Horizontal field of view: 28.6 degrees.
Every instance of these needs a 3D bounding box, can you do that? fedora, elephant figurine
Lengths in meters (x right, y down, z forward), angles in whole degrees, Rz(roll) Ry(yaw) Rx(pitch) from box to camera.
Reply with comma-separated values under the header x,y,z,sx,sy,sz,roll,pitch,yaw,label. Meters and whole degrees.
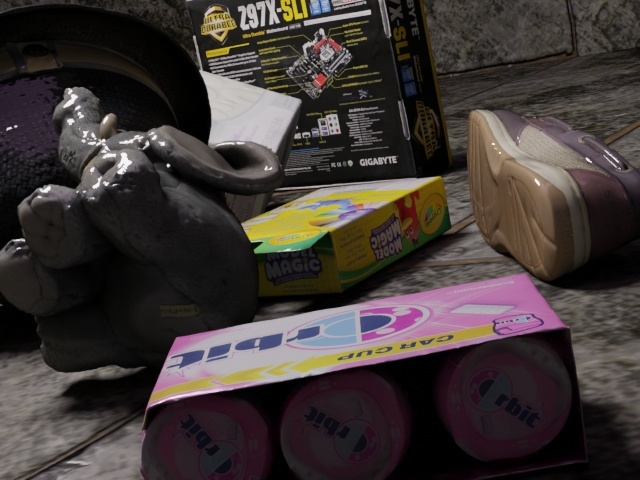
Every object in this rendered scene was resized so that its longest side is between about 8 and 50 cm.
x,y,z,sx,sy,sz,roll,pitch,yaw,label
-0.216,-0.035,1.052,0.334,0.334,0.152,-16,45,-27,fedora
-0.107,-0.021,0.863,0.169,0.186,0.239,-23,18,19,elephant figurine

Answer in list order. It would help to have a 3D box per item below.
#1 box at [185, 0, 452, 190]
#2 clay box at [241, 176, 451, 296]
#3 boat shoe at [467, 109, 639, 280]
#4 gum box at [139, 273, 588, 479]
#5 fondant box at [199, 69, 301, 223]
x,y,z,sx,sy,sz,roll,pitch,yaw,label
-0.008,-0.194,1.519,0.322,0.257,0.079,-3,12,43,box
0.000,0.000,1.009,0.127,0.053,0.222,-5,13,33,clay box
0.171,-0.041,0.934,0.092,0.103,0.285,-7,13,-4,boat shoe
0.014,0.071,0.566,0.188,0.062,0.107,-11,10,3,gum box
-0.200,-0.124,1.327,0.330,0.096,0.238,15,21,0,fondant box
